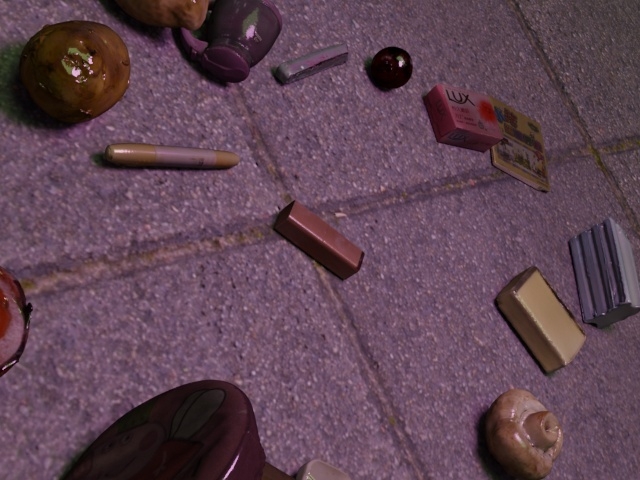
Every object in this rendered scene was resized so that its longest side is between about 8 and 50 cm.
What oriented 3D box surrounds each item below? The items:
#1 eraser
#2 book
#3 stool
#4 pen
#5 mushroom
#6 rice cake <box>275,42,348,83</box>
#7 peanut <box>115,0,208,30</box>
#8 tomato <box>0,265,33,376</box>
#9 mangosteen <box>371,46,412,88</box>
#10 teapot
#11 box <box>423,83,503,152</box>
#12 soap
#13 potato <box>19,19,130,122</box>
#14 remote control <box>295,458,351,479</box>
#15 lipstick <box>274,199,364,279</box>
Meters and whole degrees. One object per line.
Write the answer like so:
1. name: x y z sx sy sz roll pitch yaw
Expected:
1. eraser: 0.406 0.144 1.685 0.172 0.058 0.117 54 42 0
2. book: 0.420 -0.206 1.955 0.168 0.013 0.192 23 50 -29
3. stool: -0.146 0.299 0.971 0.178 0.272 0.272 55 40 -23
4. pen: -0.212 -0.119 1.326 0.233 0.040 0.032 0 65 -47
5. mushroom: 0.327 0.312 1.470 0.148 0.112 0.148 15 64 -34
6. rice cake: -0.009 -0.316 1.630 0.033 0.033 0.207 49 41 8
7. peanut: -0.272 -0.415 1.386 0.253 0.137 0.122 51 44 -8
8. tomato: -0.427 0.091 0.943 0.228 0.112 0.199 -8 63 -43
9. mangosteen: 0.138 -0.328 1.734 0.081 0.081 0.081 22 51 -30
10. teapot: -0.145 -0.332 1.465 0.148 0.116 0.146 35 56 -26
11. box: 0.286 -0.245 1.828 0.156 0.060 0.111 5 60 -41
12. soap: 0.575 0.065 1.845 0.063 0.114 0.198 22 53 -31
13. potato: -0.329 -0.229 1.228 0.137 0.137 0.176 53 21 -1
14. remote control: -0.014 0.394 1.159 0.090 0.049 0.230 33 46 -22
15. lipstick: 0.000 0.000 1.426 0.145 0.045 0.045 37 47 -19
